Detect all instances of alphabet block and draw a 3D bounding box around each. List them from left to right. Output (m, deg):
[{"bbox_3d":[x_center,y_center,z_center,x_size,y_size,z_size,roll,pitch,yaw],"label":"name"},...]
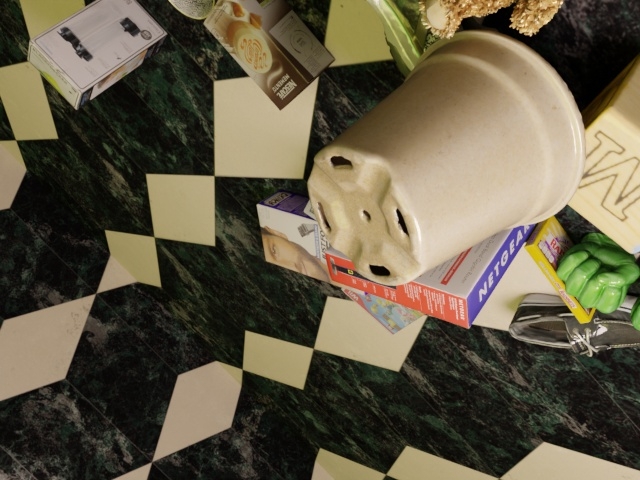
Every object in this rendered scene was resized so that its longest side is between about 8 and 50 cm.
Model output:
[{"bbox_3d":[0.487,-0.134,1.042,0.197,0.192,0.193,38,147,4],"label":"alphabet block"}]

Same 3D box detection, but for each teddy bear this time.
[{"bbox_3d":[0.280,-0.406,0.939,0.338,0.113,0.245,-33,69,23],"label":"teddy bear"}]

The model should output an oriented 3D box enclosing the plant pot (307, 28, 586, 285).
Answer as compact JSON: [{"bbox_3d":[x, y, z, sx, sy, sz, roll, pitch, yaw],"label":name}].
[{"bbox_3d":[0.163,-0.100,1.016,0.334,0.305,0.334,36,145,31],"label":"plant pot"}]

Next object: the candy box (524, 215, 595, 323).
[{"bbox_3d":[0.486,0.054,1.349,0.206,0.105,0.027,50,143,-14],"label":"candy box"}]

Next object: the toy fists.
[{"bbox_3d":[0.579,0.088,1.253,0.279,0.142,0.096,28,146,21],"label":"toy fists"}]

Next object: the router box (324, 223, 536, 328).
[{"bbox_3d":[0.224,-0.014,1.330,0.301,0.335,0.082,18,141,33],"label":"router box"}]

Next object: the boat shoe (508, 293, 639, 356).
[{"bbox_3d":[0.553,0.189,1.425,0.335,0.119,0.121,-4,126,50],"label":"boat shoe"}]

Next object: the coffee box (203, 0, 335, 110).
[{"bbox_3d":[-0.109,-0.417,1.430,0.246,0.098,0.141,47,148,-9],"label":"coffee box"}]

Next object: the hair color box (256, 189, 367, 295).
[{"bbox_3d":[0.000,0.000,1.781,0.338,0.110,0.185,18,128,36],"label":"hair color box"}]

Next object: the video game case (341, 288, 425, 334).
[{"bbox_3d":[0.188,0.145,1.861,0.204,0.025,0.285,42,149,0],"label":"video game case"}]

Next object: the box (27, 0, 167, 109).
[{"bbox_3d":[-0.537,-0.470,1.653,0.169,0.290,0.087,45,148,-7],"label":"box"}]

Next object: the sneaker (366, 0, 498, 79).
[{"bbox_3d":[0.159,-0.441,1.097,0.182,0.158,0.410,-13,127,42],"label":"sneaker"}]

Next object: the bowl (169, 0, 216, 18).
[{"bbox_3d":[-0.265,-0.565,1.440,0.170,0.080,0.170,28,146,21],"label":"bowl"}]

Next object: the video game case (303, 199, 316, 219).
[{"bbox_3d":[0.090,-0.092,1.583,0.212,0.023,0.193,34,112,13],"label":"video game case"}]
